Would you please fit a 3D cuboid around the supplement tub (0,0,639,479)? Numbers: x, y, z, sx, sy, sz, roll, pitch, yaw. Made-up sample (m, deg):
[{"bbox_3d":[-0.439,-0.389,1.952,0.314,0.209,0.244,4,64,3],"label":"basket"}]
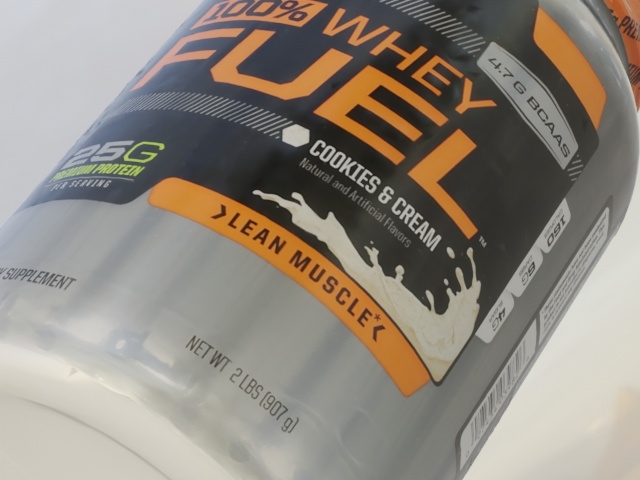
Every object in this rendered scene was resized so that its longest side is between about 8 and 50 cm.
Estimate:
[{"bbox_3d":[0.000,0.000,0.750,0.316,0.193,0.193,-54,-1,-35],"label":"supplement tub"}]
